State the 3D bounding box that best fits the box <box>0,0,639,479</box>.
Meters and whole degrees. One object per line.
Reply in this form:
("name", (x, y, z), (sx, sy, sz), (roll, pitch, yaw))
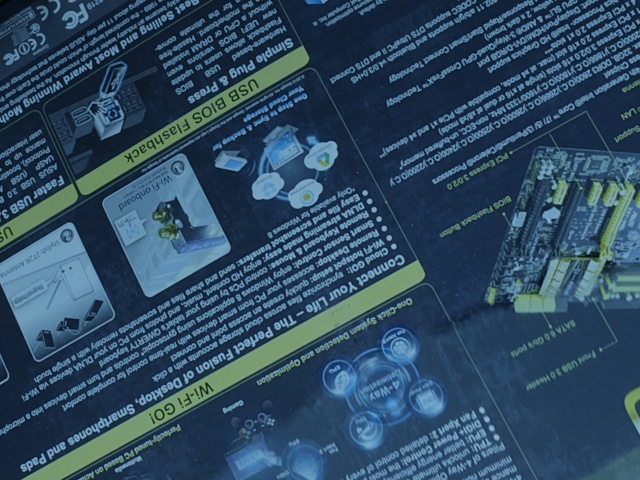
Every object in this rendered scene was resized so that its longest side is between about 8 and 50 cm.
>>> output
("box", (0.000, 0.000, 0.521), (0.395, 0.097, 0.318), (-30, 76, 9))
